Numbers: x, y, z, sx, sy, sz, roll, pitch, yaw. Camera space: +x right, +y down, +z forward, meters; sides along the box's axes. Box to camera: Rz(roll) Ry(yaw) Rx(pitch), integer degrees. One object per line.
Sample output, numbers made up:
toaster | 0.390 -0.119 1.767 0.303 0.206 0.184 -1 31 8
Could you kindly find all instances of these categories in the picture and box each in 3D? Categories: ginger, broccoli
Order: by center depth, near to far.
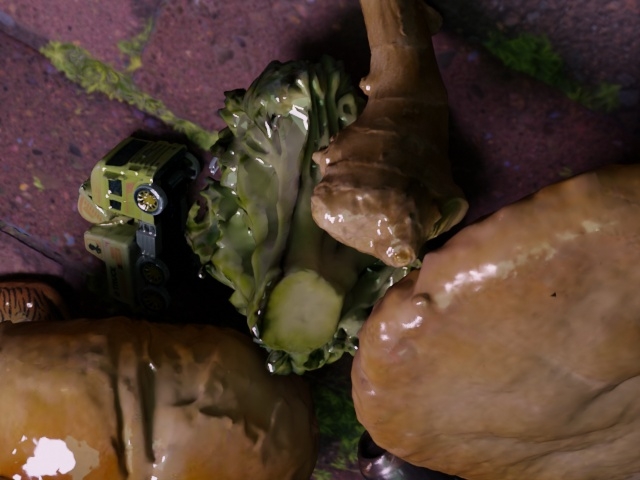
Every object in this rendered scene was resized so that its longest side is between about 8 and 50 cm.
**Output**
ginger | 0.052 -0.112 0.959 0.131 0.294 0.086 2 157 -9
broccoli | 0.000 0.000 1.028 0.248 0.245 0.288 -33 120 14

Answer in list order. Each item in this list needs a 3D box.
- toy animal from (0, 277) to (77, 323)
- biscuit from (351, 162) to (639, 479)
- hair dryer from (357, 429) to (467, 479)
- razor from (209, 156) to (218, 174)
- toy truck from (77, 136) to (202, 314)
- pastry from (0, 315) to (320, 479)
toy animal | -0.368 0.088 1.360 0.241 0.057 0.099 -3 121 23
biscuit | 0.248 0.094 0.993 0.446 0.104 0.429 19 134 -36
hair dryer | 0.050 0.372 1.315 0.359 0.120 0.303 -32 121 12
razor | -0.038 -0.066 1.153 0.135 0.040 0.068 31 128 -10
toy truck | -0.194 -0.017 1.210 0.116 0.085 0.191 15 128 16
pastry | -0.203 0.217 1.191 0.410 0.245 0.409 3 166 1
